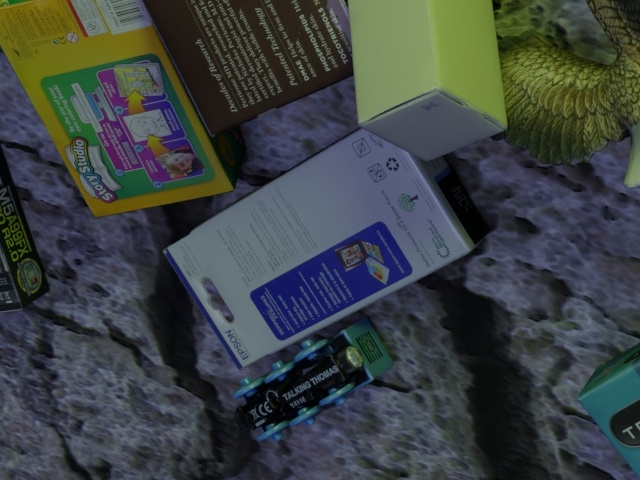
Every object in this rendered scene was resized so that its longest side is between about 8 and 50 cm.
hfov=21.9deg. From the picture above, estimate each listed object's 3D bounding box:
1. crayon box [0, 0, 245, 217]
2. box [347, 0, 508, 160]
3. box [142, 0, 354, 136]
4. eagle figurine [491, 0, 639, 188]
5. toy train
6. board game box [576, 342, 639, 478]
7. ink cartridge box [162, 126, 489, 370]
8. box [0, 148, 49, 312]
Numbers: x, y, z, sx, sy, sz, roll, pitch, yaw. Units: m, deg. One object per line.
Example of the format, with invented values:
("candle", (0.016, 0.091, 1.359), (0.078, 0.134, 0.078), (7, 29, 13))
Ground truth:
("crayon box", (-0.205, -0.161, 1.692), (0.165, 0.081, 0.278), (-10, 128, 18))
("box", (0.089, -0.220, 1.477), (0.094, 0.113, 0.275), (-21, 60, 34))
("box", (-0.028, -0.228, 1.587), (0.203, 0.168, 0.167), (-21, 101, 34))
("eagle figurine", (0.257, -0.159, 1.445), (0.298, 0.226, 0.225), (36, 164, 18))
("toy train", (-0.013, 0.154, 1.787), (0.184, 0.105, 0.080), (-33, 84, 34))
("board game box", (0.449, 0.210, 1.580), (0.254, 0.079, 0.336), (-38, 91, 35))
("ink cartridge box", (0.000, 0.000, 1.738), (0.333, 0.065, 0.165), (-28, 97, 33))
("box", (-0.476, -0.012, 1.991), (0.270, 0.060, 0.216), (-8, 107, 30))
